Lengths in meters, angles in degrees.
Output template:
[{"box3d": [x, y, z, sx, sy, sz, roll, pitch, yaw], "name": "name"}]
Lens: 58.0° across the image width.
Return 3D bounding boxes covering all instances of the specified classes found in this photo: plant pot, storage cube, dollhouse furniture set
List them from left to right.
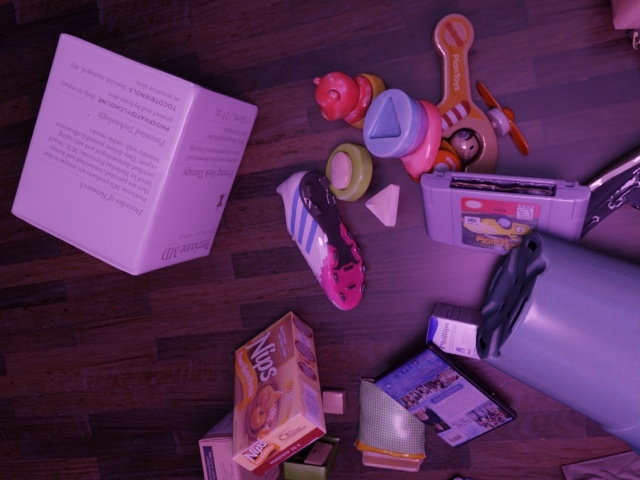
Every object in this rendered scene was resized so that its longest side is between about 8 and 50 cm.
[{"box3d": [0.082, 0.425, 1.295, 0.302, 0.151, 0.197, 1, 95, 16], "name": "dollhouse furniture set"}, {"box3d": [0.484, 0.160, 1.027, 0.334, 0.341, 0.341, 24, 101, 2], "name": "plant pot"}, {"box3d": [0.608, 0.556, 1.142, 0.215, 0.184, 0.193, -19, 89, 17], "name": "storage cube"}]

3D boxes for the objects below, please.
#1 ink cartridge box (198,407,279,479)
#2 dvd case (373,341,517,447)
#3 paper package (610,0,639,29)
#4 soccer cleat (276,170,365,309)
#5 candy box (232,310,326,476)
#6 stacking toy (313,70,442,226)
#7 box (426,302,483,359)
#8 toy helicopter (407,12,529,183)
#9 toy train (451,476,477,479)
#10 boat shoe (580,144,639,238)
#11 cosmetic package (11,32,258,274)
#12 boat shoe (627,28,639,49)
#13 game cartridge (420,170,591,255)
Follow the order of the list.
[{"box3d": [-0.181, 0.503, 1.333, 0.088, 0.235, 0.193, -8, 92, 16], "name": "ink cartridge box"}, {"box3d": [0.264, 0.336, 1.234, 0.253, 0.022, 0.180, 40, 125, -10], "name": "dvd case"}, {"box3d": [0.672, -0.492, 0.908, 0.310, 0.325, 0.168, -6, 81, -2], "name": "paper package"}, {"box3d": [0.000, 0.000, 1.314, 0.143, 0.116, 0.331, -5, 108, 51], "name": "soccer cleat"}, {"box3d": [-0.097, 0.321, 1.256, 0.183, 0.316, 0.087, -37, 118, 16], "name": "candy box"}, {"box3d": [0.077, -0.197, 1.179, 0.309, 0.130, 0.279, 38, 115, 47], "name": "stacking toy"}, {"box3d": [0.302, 0.192, 1.225, 0.137, 0.126, 0.072, 10, 100, 15], "name": "box"}, {"box3d": [0.294, -0.275, 1.174, 0.235, 0.140, 0.354, -7, 103, -3], "name": "toy helicopter"}, {"box3d": [0.320, 0.620, 1.286, 0.105, 0.080, 0.184, 8, 97, 9], "name": "toy train"}, {"box3d": [0.581, -0.089, 1.120, 0.340, 0.127, 0.113, -36, 86, 17], "name": "boat shoe"}, {"box3d": [-0.394, -0.184, 1.281, 0.328, 0.329, 0.393, 24, 102, 12], "name": "cosmetic package"}, {"box3d": [0.624, -0.409, 1.105, 0.069, 0.081, 0.227, -15, 84, 18], "name": "boat shoe"}, {"box3d": [0.344, -0.045, 1.105, 0.294, 0.196, 0.060, 7, 61, 21], "name": "game cartridge"}]
